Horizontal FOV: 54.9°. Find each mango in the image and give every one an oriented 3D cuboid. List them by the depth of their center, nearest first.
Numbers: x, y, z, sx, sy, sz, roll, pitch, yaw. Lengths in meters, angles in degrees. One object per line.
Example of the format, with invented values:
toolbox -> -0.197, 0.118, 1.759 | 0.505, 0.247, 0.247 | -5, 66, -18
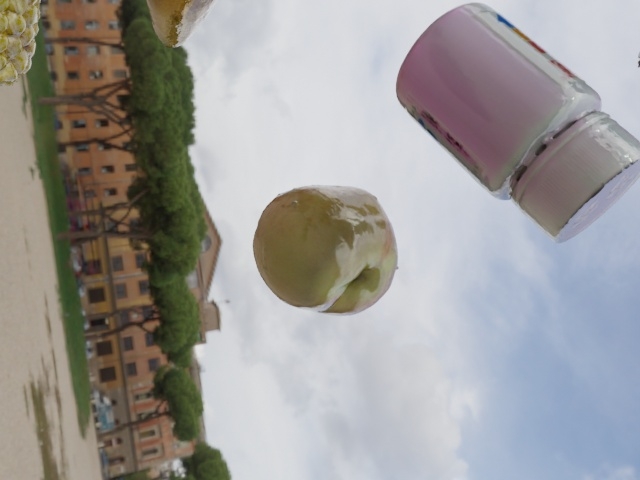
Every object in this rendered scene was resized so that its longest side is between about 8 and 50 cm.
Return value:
mango -> -0.182, -0.391, 0.884 | 0.317, 0.119, 0.177 | -43, -157, 60

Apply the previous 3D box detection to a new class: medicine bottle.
medicine bottle -> 0.212, -0.128, 0.670 | 0.254, 0.152, 0.152 | 51, -33, 22

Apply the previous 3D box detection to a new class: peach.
peach -> 0.000, 0.000, 0.914 | 0.232, 0.232, 0.233 | 172, -90, -68

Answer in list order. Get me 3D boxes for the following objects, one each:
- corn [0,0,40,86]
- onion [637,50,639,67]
corn -> -0.249, -0.294, 0.382 | 0.144, 0.143, 0.387 | -140, -128, -59
onion -> 0.546, -0.312, 0.775 | 0.221, 0.281, 0.281 | 53, -29, 11
